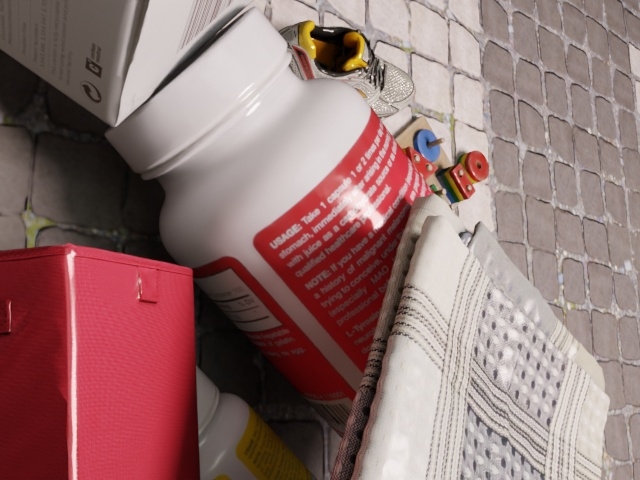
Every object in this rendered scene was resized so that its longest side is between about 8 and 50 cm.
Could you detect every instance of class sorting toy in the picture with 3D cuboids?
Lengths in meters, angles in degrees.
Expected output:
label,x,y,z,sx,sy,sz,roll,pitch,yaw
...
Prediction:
label,x,y,z,sx,sy,sz,roll,pitch,yaw
sorting toy,0.140,-0.081,0.945,0.274,0.046,0.132,-43,108,-38

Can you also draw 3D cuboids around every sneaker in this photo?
label,x,y,z,sx,sy,sz,roll,pitch,yaw
sneaker,0.037,-0.200,0.854,0.225,0.092,0.088,5,76,-40

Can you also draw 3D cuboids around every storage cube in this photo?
label,x,y,z,sx,sy,sz,roll,pitch,yaw
storage cube,-0.194,0.113,0.468,0.215,0.183,0.193,36,49,-78

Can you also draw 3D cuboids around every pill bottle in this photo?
label,x,y,z,sx,sy,sz,roll,pitch,yaw
pill bottle,-0.083,0.213,0.633,0.208,0.119,0.119,52,52,-19
pill bottle,0.000,0.000,0.682,0.408,0.229,0.229,50,52,-20

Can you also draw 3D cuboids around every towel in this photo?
label,x,y,z,sx,sy,sz,roll,pitch,yaw
towel,0.145,0.158,0.556,0.312,0.056,0.324,42,47,-26

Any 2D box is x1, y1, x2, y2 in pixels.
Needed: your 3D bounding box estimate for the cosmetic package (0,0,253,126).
label,x,y,z,sx,sy,sz,roll,pitch,yaw
cosmetic package,-0.232,-0.289,0.517,0.385,0.156,0.217,34,53,-3
